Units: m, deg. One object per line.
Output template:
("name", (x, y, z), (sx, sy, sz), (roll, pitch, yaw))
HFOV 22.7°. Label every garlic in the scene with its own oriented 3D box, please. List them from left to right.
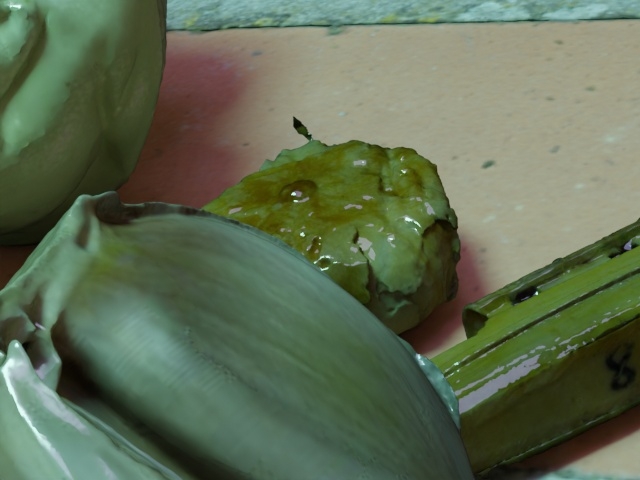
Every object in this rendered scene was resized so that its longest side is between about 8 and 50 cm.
("garlic", (-0.035, 0.096, 0.602), (0.210, 0.292, 0.237), (-55, 15, -11))

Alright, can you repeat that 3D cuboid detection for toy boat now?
("toy boat", (0.115, 0.050, 0.763), (0.226, 0.068, 0.088), (-25, 29, -12))

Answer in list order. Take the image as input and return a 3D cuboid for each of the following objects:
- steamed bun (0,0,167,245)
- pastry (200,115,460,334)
("steamed bun", (-0.202, -0.185, 0.990), (0.237, 0.346, 0.394), (-22, 51, -23))
("pastry", (0.002, 0.005, 0.858), (0.153, 0.081, 0.153), (-3, 39, 2))
